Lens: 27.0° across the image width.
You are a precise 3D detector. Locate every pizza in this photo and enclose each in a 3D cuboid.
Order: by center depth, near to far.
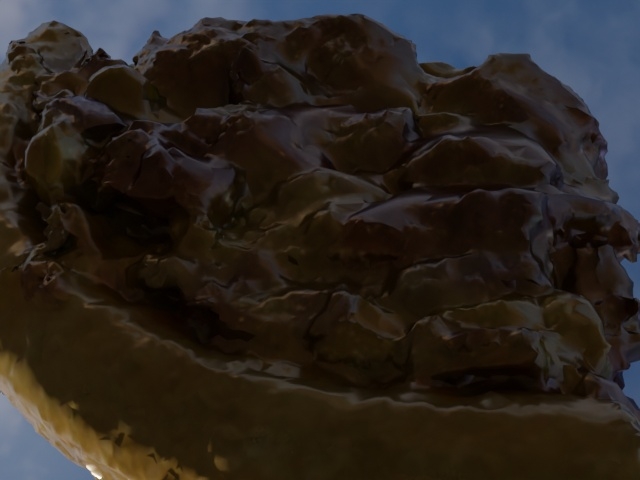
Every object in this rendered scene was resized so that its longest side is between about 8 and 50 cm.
[{"bbox_3d":[0.000,0.000,0.503,0.409,0.277,0.114,46,-38,48],"label":"pizza"}]
